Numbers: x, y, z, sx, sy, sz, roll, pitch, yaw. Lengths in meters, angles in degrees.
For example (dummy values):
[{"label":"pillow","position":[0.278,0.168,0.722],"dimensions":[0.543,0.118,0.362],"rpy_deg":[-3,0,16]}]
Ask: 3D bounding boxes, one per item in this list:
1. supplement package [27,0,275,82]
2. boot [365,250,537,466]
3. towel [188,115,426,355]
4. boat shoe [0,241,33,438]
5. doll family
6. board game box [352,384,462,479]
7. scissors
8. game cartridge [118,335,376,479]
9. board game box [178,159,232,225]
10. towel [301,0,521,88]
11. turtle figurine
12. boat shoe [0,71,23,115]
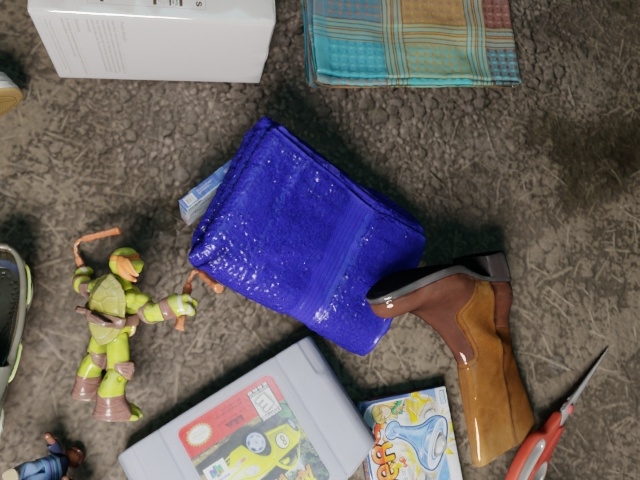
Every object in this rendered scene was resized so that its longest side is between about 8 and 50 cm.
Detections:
[{"label":"supplement package","position":[-0.220,-0.336,0.792],"dimensions":[0.293,0.177,0.175],"rpy_deg":[-1,79,-13]},{"label":"boot","position":[0.188,0.170,0.806],"dimensions":[0.264,0.096,0.280],"rpy_deg":[-9,90,-44]},{"label":"towel","position":[0.000,0.000,0.785],"dimensions":[0.308,0.076,0.228],"rpy_deg":[31,73,-25]},{"label":"boat shoe","position":[-0.405,0.145,0.658],"dimensions":[0.109,0.091,0.305],"rpy_deg":[13,57,-19]},{"label":"doll family","position":[-0.314,0.329,0.685],"dimensions":[0.076,0.111,0.193],"rpy_deg":[4,90,22]},{"label":"board game box","position":[0.128,0.319,0.821],"dimensions":[0.136,0.035,0.201],"rpy_deg":[-8,81,-14]},{"label":"scissors","position":[0.361,0.260,0.865],"dimensions":[0.297,0.021,0.109],"rpy_deg":[-52,129,-16]},{"label":"game cartridge","position":[-0.084,0.281,0.750],"dimensions":[0.294,0.060,0.196],"rpy_deg":[-31,78,-15]},{"label":"board game box","position":[-0.154,-0.065,0.802],"dimensions":[0.090,0.090,0.020],"rpy_deg":[-41,87,-17]},{"label":"towel","position":[0.149,-0.381,0.958],"dimensions":[0.370,0.040,0.271],"rpy_deg":[-3,81,-13]},{"label":"turtle figurine","position":[-0.241,0.101,0.700],"dimensions":[0.269,0.087,0.217],"rpy_deg":[12,94,30]},{"label":"boat shoe","position":[-0.533,-0.181,0.734],"dimensions":[0.277,0.098,0.096],"rpy_deg":[-19,85,-14]}]
